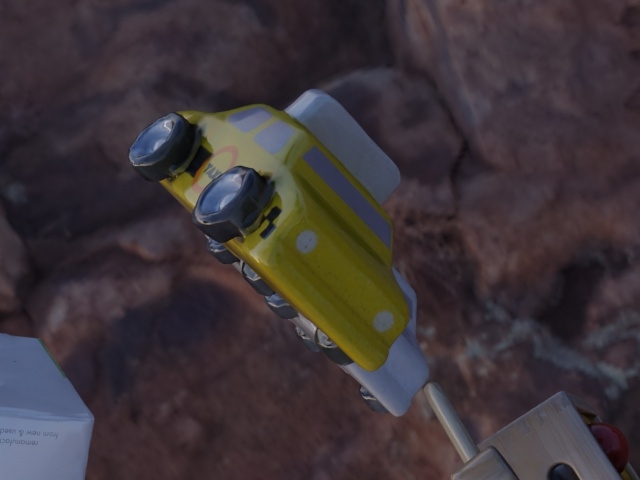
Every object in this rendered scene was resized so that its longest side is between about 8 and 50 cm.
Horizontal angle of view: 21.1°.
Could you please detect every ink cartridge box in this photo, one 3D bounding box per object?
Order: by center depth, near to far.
[{"bbox_3d":[-0.267,0.260,1.250,0.119,0.353,0.207,7,11,-21],"label":"ink cartridge box"}]

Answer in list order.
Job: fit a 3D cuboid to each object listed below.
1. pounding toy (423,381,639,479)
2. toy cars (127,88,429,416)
[{"bbox_3d":[0.152,0.148,1.117,0.094,0.206,0.181,-34,73,9],"label":"pounding toy"},{"bbox_3d":[0.000,0.000,0.889,0.176,0.394,0.087,44,86,12],"label":"toy cars"}]
